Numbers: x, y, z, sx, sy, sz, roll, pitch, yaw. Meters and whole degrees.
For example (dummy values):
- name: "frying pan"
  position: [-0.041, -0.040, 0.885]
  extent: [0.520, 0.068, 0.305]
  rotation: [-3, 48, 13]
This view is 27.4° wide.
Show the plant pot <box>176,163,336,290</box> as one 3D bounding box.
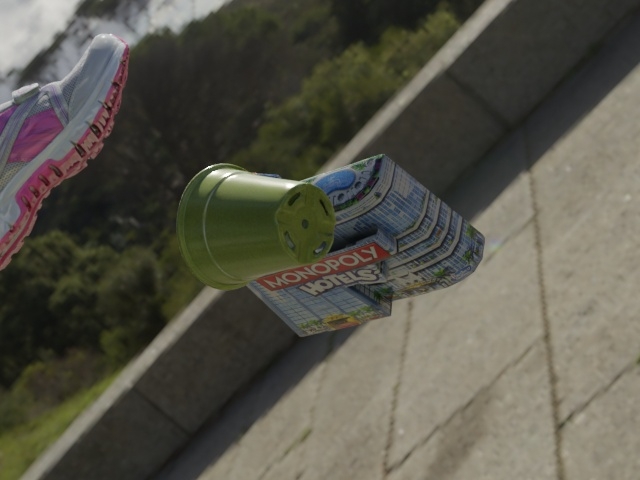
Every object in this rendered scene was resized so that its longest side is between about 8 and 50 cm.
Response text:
- name: "plant pot"
  position: [-0.034, -0.009, 0.835]
  extent: [0.079, 0.083, 0.083]
  rotation: [-1, 43, 45]

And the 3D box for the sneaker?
- name: "sneaker"
  position: [-0.261, -0.088, 1.128]
  extent: [0.252, 0.111, 0.103]
  rotation: [-53, 0, -14]

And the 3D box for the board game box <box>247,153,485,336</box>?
- name: "board game box"
  position: [0.000, 0.000, 1.069]
  extent: [0.194, 0.194, 0.060]
  rotation: [-17, 55, 37]
